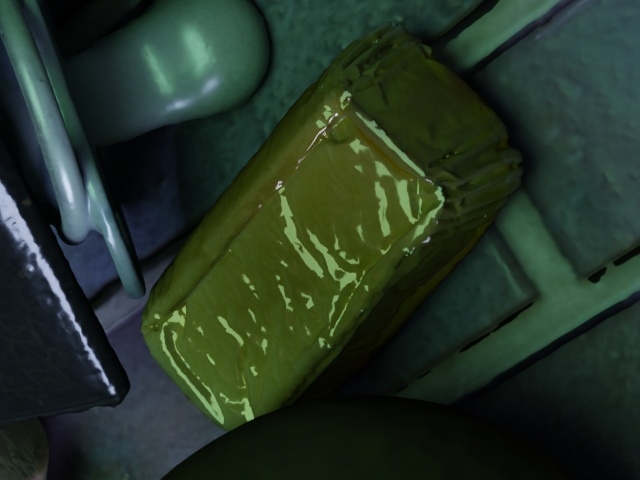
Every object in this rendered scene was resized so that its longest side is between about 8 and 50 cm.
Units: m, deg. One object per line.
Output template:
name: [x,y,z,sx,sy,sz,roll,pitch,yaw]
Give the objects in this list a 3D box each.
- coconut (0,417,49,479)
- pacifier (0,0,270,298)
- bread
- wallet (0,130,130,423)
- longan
coconut: [-0.324,0.205,1.453,0.233,0.233,0.245,18,114,27]
pacifier: [-0.132,-0.105,1.315,0.207,0.227,0.279,-20,91,-7]
bread: [0.000,0.000,1.269,0.152,0.119,0.288,46,121,11]
wallet: [-0.259,-0.002,1.271,0.170,0.044,0.321,-14,124,14]
longan: [0.040,0.230,1.201,0.350,0.288,0.288,8,106,24]
